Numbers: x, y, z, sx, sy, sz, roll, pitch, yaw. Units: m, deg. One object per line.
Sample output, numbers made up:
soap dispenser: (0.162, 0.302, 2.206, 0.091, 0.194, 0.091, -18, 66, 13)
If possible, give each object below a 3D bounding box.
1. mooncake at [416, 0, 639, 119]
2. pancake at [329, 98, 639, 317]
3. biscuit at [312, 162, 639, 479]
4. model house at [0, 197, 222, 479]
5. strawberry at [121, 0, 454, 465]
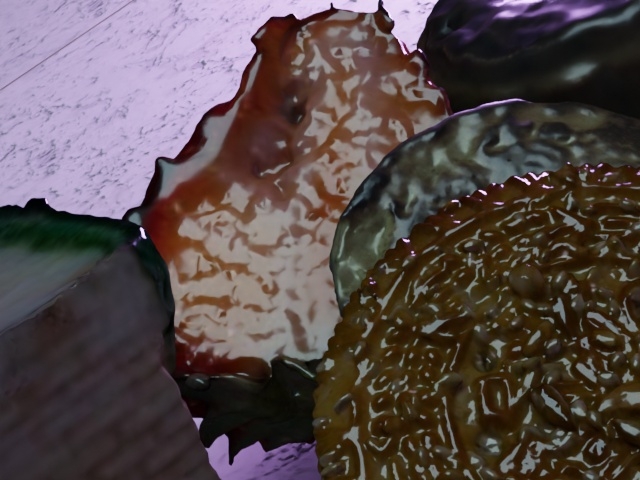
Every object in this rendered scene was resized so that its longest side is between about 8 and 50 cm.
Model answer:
mooncake: (0.203, -0.136, 1.031, 0.290, 0.161, 0.290, -24, 29, 15)
pancake: (0.132, 0.046, 0.822, 0.288, 0.033, 0.286, 20, 65, 20)
biscuit: (0.143, 0.081, 0.751, 0.305, 0.038, 0.305, -5, 56, 8)
model house: (-0.190, 0.155, 0.833, 0.243, 0.284, 0.298, -33, 20, -31)
strawberry: (-0.014, 0.011, 0.968, 0.253, 0.150, 0.280, -21, 57, -2)
